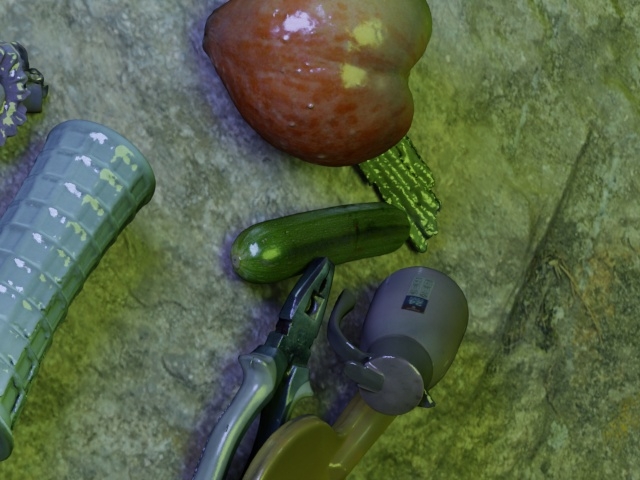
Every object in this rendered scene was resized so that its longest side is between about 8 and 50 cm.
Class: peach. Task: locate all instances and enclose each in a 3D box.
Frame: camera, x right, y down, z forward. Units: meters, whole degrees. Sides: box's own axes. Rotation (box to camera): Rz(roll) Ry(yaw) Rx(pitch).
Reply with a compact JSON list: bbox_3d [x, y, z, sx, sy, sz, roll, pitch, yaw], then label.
[{"bbox_3d":[-0.006,-0.188,1.778,0.232,0.232,0.232,7,80,-40],"label":"peach"}]

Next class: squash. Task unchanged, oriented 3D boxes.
[{"bbox_3d":[0.000,0.000,1.827,0.229,0.066,0.066,-11,91,-41],"label":"squash"}]

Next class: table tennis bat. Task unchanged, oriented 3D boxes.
[{"bbox_3d":[-0.002,0.242,1.773,0.321,0.050,0.198,-49,140,-42],"label":"table tennis bat"}]

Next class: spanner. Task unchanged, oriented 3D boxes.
[{"bbox_3d":[-0.057,0.163,1.741,0.095,0.040,0.325,38,69,-44],"label":"spanner"}]

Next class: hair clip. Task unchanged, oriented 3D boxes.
[{"bbox_3d":[-0.348,-0.124,1.546,0.292,0.084,0.106,-6,106,-45],"label":"hair clip"}]

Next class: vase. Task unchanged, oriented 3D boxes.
[{"bbox_3d":[-0.258,0.035,1.558,0.143,0.143,0.299,47,55,-26],"label":"vase"}]

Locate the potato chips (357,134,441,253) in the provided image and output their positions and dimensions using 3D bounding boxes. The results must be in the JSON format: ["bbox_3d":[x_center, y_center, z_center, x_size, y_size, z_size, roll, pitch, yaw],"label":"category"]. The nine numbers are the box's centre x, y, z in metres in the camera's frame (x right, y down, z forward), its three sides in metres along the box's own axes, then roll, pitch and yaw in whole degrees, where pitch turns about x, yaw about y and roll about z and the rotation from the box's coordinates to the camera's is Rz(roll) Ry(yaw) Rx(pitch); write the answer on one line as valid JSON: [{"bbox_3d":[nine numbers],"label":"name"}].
[{"bbox_3d":[0.080,-0.088,1.930,0.092,0.028,0.207,-48,112,-32],"label":"potato chips"}]

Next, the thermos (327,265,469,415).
[{"bbox_3d":[0.072,0.103,1.804,0.137,0.105,0.193,31,26,0],"label":"thermos"}]
